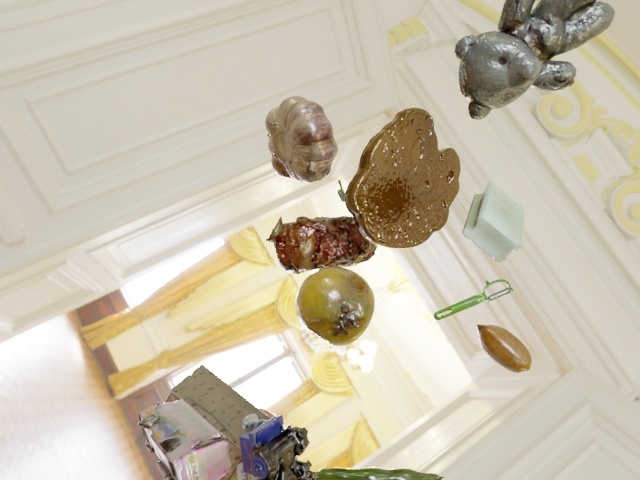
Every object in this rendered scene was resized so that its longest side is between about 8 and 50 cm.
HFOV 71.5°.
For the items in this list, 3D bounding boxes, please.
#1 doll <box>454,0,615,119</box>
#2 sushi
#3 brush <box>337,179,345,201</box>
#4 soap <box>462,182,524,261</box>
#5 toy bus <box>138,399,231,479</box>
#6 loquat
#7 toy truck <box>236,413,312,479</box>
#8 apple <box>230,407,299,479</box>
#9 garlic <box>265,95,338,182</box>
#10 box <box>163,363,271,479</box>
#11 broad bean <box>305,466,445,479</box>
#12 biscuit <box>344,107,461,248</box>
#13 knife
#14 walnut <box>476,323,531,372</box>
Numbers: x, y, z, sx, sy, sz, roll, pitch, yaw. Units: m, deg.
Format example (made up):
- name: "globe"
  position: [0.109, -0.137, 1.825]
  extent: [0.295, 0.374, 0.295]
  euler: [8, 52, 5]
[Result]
- name: "doll"
  position: [0.451, -0.411, 0.939]
  extent: [0.245, 0.341, 0.158]
  euler: [52, 25, -30]
- name: "sushi"
  position: [0.000, 0.000, 1.405]
  extent: [0.182, 0.344, 0.196]
  euler: [112, -29, -73]
- name: "brush"
  position: [0.061, -0.154, 1.361]
  extent: [0.018, 0.021, 0.083]
  euler: [112, -32, -53]
- name: "soap"
  position: [0.405, -0.045, 1.030]
  extent: [0.119, 0.198, 0.066]
  euler: [39, -51, 0]
- name: "toy bus"
  position: [-0.273, 0.391, 0.862]
  extent: [0.274, 0.112, 0.090]
  euler: [0, -78, 55]
- name: "loquat"
  position: [0.040, 0.164, 1.157]
  extent: [0.213, 0.213, 0.213]
  euler: [52, -22, 30]
- name: "toy truck"
  position: [-0.135, 0.554, 1.105]
  extent: [0.177, 0.161, 0.212]
  euler: [-4, -87, 35]
- name: "apple"
  position: [-0.251, 0.785, 1.559]
  extent: [0.295, 0.329, 0.364]
  euler: [-30, -115, 49]
- name: "garlic"
  position: [-0.044, -0.268, 1.200]
  extent: [0.245, 0.161, 0.244]
  euler: [26, -52, 40]
- name: "box"
  position: [-0.344, 0.584, 1.377]
  extent: [0.297, 0.225, 0.190]
  euler: [35, 20, 7]
- name: "broad bean"
  position: [0.117, 0.504, 0.941]
  extent: [0.060, 0.298, 0.043]
  euler: [98, -5, -55]
- name: "biscuit"
  position: [0.234, -0.164, 1.210]
  extent: [0.074, 0.359, 0.380]
  euler: [12, -85, 59]
- name: "knife"
  position: [0.392, 0.152, 1.163]
  extent: [0.054, 0.212, 0.015]
  euler: [68, 11, 22]
- name: "walnut"
  position: [0.597, 0.348, 1.459]
  extent: [0.207, 0.116, 0.115]
  euler: [40, -24, 14]
